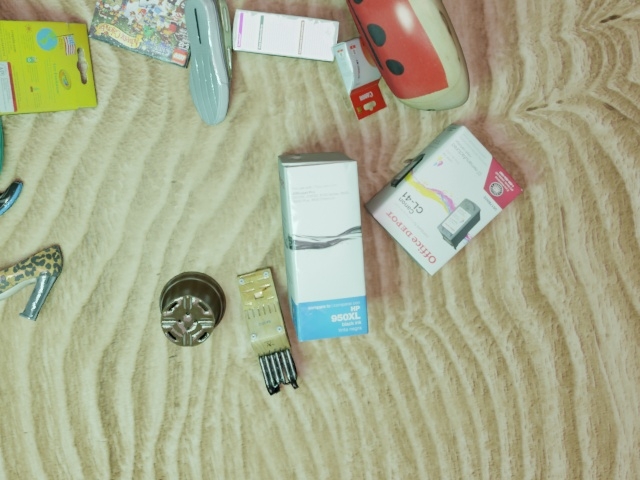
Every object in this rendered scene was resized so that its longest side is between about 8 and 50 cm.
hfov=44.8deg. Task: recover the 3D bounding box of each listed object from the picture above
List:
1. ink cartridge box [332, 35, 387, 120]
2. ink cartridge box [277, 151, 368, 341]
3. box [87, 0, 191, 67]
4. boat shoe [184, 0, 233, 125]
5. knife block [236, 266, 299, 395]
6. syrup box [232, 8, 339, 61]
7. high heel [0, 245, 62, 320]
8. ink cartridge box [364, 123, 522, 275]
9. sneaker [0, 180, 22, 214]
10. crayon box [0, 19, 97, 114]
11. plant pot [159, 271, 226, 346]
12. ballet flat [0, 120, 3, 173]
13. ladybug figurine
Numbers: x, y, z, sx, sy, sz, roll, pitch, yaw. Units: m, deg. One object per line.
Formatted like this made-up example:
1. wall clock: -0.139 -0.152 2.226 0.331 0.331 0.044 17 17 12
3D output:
1. ink cartridge box: 0.107 -0.386 1.819 0.045 0.145 0.179 -14 102 39
2. ink cartridge box: 0.000 0.000 1.803 0.166 0.285 0.394 -6 101 -6
3. box: -0.401 -0.510 1.798 0.233 0.044 0.159 16 98 -8
4. boat shoe: -0.241 -0.419 1.796 0.109 0.094 0.302 19 123 34
5. knife block: -0.126 0.240 1.950 0.088 0.242 0.275 -15 56 -3
6. syrup box: -0.083 -0.475 1.807 0.237 0.093 0.096 6 101 -6
7. high heel: -0.759 0.062 1.865 0.261 0.093 0.186 23 80 0
8. ink cartridge box: 0.296 -0.101 1.892 0.306 0.131 0.226 -45 101 2
9. sneaker: -0.786 -0.085 1.829 0.188 0.067 0.078 -31 108 4
10. crayon box: -0.662 -0.380 1.719 0.319 0.081 0.202 -14 104 -47
11. plant pot: -0.313 0.174 1.869 0.167 0.165 0.166 -1 101 -5
12. ballet flat: -0.824 -0.350 1.751 0.182 0.164 0.482 0 96 17
13. ladybug figurine: 0.180 -0.470 1.716 0.162 0.305 0.449 -30 116 2
